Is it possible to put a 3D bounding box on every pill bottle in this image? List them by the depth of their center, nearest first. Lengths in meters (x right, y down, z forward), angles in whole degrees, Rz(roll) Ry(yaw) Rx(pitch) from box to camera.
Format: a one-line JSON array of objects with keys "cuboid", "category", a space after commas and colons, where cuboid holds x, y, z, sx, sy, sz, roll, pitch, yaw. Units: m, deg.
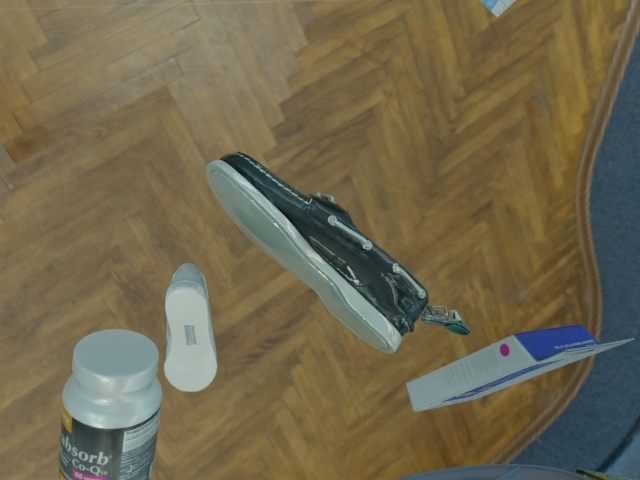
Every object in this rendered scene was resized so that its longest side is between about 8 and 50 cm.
[{"cuboid": [-0.349, 0.298, 1.174, 0.162, 0.162, 0.278, -6, 120, -33], "category": "pill bottle"}]

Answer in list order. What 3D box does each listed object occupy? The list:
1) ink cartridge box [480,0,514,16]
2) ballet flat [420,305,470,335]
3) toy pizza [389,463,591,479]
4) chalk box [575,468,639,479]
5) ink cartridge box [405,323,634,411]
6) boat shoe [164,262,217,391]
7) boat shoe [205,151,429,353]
[{"cuboid": [0.280, -0.424, 1.048, 0.143, 0.089, 0.092, -41, 163, 23], "category": "ink cartridge box"}, {"cuboid": [0.228, 0.140, 1.264, 0.114, 0.041, 0.041, 20, 93, -31], "category": "ballet flat"}, {"cuboid": [0.049, 0.159, 0.351, 0.201, 0.201, 0.032, -11, 85, -31], "category": "toy pizza"}, {"cuboid": [0.404, 0.366, 0.844, 0.132, 0.213, 0.132, 11, 81, -3], "category": "chalk box"}, {"cuboid": [0.326, 0.211, 1.210, 0.176, 0.371, 0.069, -2, 68, -34], "category": "ink cartridge box"}, {"cuboid": [-0.160, 0.108, 0.858, 0.066, 0.063, 0.184, -2, 129, 0], "category": "boat shoe"}, {"cuboid": [0.000, 0.000, 0.812, 0.302, 0.114, 0.091, 46, 69, -15], "category": "boat shoe"}]
